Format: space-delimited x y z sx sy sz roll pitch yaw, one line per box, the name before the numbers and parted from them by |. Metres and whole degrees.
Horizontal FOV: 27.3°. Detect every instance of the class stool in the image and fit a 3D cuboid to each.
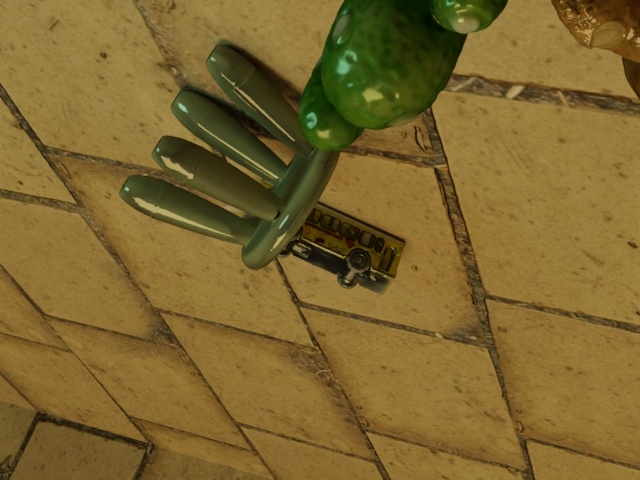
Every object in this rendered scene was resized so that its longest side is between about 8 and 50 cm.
stool | -0.104 -0.095 1.594 0.198 0.195 0.195 34 153 -10

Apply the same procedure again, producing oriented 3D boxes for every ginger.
ginger | 0.257 -0.189 1.087 0.165 0.096 0.067 24 138 -14

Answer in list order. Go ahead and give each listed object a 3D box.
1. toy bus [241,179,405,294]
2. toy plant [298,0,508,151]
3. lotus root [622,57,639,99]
toy bus | 0.000 0.000 1.819 0.226 0.074 0.081 24 154 0
toy plant | 0.094 -0.214 1.046 0.184 0.316 0.224 33 155 -20
lotus root | 0.389 -0.138 1.168 0.260 0.128 0.145 24 144 -5
